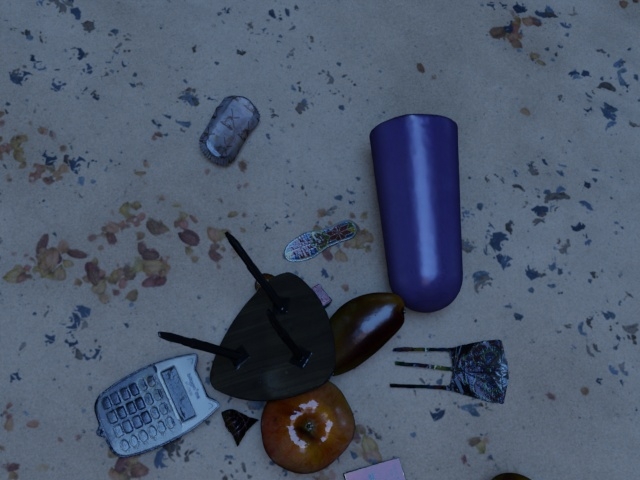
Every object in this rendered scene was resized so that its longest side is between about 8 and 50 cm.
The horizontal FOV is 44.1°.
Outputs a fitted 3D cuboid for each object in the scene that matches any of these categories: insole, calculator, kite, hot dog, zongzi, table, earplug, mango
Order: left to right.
[{"bbox_3d":[-0.370,0.368,1.751,0.268,0.040,0.177,-23,75,-11],"label":"calculator"},{"bbox_3d":[-0.227,-0.279,1.966,0.108,0.059,0.191,32,68,-9],"label":"hot dog"},{"bbox_3d":[-0.185,0.416,1.748,0.083,0.067,0.073,26,64,-15],"label":"zongzi"},{"bbox_3d":[-0.153,0.148,1.663,0.317,0.249,0.317,-15,53,21],"label":"table"},{"bbox_3d":[-0.113,0.110,1.862,0.083,0.035,0.058,23,71,3],"label":"hot dog"},{"bbox_3d":[0.000,0.000,1.924,0.193,0.006,0.065,-22,76,-11],"label":"insole"},{"bbox_3d":[0.077,0.210,1.802,0.267,0.111,0.133,-38,77,2],"label":"mango"},{"bbox_3d":[0.238,-0.056,1.867,0.215,0.215,0.456,-2,75,-6],"label":"earplug"},{"bbox_3d":[0.303,0.303,1.849,0.285,0.015,0.152,2,72,-5],"label":"kite"}]

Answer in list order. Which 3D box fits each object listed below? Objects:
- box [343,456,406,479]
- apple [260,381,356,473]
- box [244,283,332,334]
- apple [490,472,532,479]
[{"bbox_3d":[0.126,0.543,1.751,0.133,0.023,0.090,-13,72,-10],"label":"box"},{"bbox_3d":[-0.026,0.399,1.709,0.209,0.164,0.209,1,75,-5],"label":"apple"},{"bbox_3d":[-0.076,0.184,1.839,0.218,0.039,0.055,-35,77,-15],"label":"box"},{"bbox_3d":[0.416,0.589,1.701,0.147,0.146,0.163,38,71,3],"label":"apple"}]
